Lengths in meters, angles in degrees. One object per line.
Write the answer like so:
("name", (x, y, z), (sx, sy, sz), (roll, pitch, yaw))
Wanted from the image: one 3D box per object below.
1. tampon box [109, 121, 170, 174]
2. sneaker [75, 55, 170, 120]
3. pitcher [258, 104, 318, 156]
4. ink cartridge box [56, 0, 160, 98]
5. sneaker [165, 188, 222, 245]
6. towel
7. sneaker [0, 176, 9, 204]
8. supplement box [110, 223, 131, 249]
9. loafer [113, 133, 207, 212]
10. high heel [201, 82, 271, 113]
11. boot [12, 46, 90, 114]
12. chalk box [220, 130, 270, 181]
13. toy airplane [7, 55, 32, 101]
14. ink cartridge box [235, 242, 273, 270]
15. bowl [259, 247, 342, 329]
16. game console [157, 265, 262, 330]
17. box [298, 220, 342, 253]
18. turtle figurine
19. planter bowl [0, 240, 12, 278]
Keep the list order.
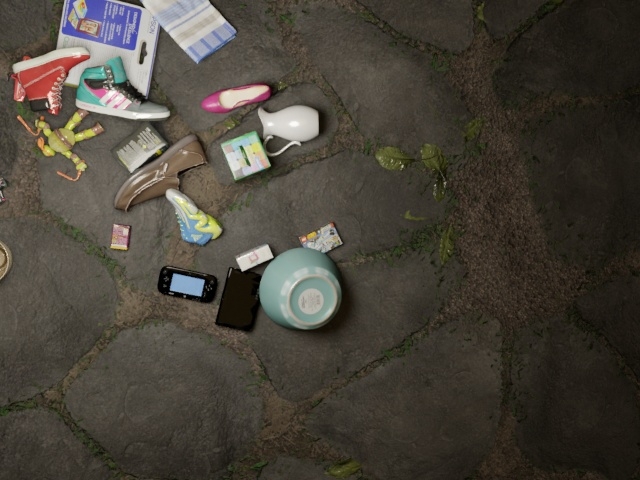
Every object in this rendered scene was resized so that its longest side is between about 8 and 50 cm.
("tampon box", (-0.601, -0.304, 1.681), (0.161, 0.120, 0.101), (-41, 98, -5))
("sneaker", (-0.629, -0.493, 1.604), (0.296, 0.124, 0.178), (8, 114, -8))
("pitcher", (-0.109, -0.388, 1.776), (0.207, 0.125, 0.177), (-1, 114, 0))
("ink cartridge box", (-0.708, -0.646, 1.675), (0.307, 0.072, 0.303), (10, 90, -13))
("sneaker", (-0.456, -0.066, 1.713), (0.126, 0.091, 0.240), (-46, 118, 3))
("towel", (-0.445, -0.764, 1.697), (0.285, 0.034, 0.209), (48, 64, -10))
("sneaker", (-1.078, -0.129, 1.634), (0.077, 0.072, 0.178), (21, 95, -21))
("supplement box", (-0.685, -0.013, 1.720), (0.055, 0.043, 0.083), (8, 92, -10))
("loafer", (-0.533, -0.208, 1.691), (0.366, 0.134, 0.130), (-41, 98, -6))
("high heel", (-0.291, -0.495, 1.728), (0.244, 0.117, 0.082), (-8, 94, -10))
("boot", (-0.825, -0.503, 1.592), (0.244, 0.088, 0.176), (-18, 102, 3))
("chalk box", (-0.253, -0.282, 1.697), (0.132, 0.213, 0.132), (-23, 97, -8))
("toy airplane", (-0.953, -0.527, 1.654), (0.151, 0.028, 0.151), (-1, 94, -10))
("ink cartridge box", (-0.237, 0.058, 1.780), (0.122, 0.088, 0.052), (-23, 99, -8))
("bowl", (-0.047, 0.189, 1.762), (0.312, 0.163, 0.311), (-2, 98, -17))
("game console", (-0.396, 0.188, 1.782), (0.361, 0.044, 0.213), (13, 90, -10))
("box", (0.000, 0.000, 1.850), (0.137, 0.027, 0.094), (-27, 99, -8))
("turtle figurine", (-0.847, -0.352, 1.651), (0.217, 0.087, 0.269), (-40, 99, -6))
("planter bowl", (-1.075, 0.062, 1.621), (0.162, 0.109, 0.162), (0, 93, -9))
